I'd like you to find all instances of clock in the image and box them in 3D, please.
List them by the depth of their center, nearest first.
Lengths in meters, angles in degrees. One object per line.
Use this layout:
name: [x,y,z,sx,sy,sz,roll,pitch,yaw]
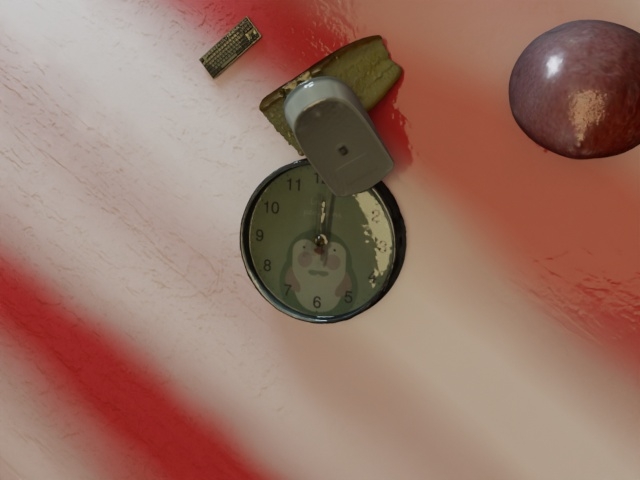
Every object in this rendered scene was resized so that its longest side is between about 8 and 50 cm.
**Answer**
clock: [-0.001,0.000,1.277,0.318,0.066,0.319,2,98,18]

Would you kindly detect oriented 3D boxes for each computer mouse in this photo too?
computer mouse: [0.029,-0.175,1.138,0.128,0.079,0.231,-24,128,14]

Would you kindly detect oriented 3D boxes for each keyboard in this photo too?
keyboard: [-0.174,-0.369,1.306,0.129,0.015,0.049,-35,86,19]

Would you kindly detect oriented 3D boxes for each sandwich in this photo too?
sandwich: [0.022,-0.263,1.199,0.235,0.128,0.122,-32,108,17]

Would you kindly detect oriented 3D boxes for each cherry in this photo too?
cherry: [0.403,-0.228,1.024,0.239,0.239,0.206,20,106,14]
